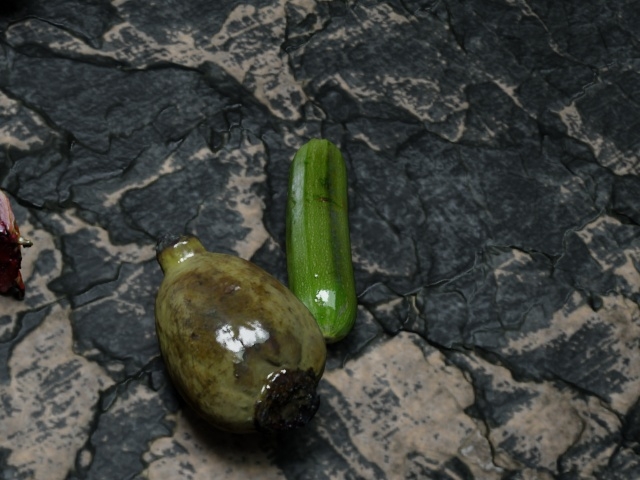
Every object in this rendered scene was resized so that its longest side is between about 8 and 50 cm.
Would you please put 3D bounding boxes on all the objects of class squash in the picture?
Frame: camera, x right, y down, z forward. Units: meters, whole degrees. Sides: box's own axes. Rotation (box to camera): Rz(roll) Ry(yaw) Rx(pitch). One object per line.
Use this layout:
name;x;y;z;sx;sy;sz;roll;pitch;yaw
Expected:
squash;0.000;0.000;1.808;0.066;0.066;0.229;8;51;-12

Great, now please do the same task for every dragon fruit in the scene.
dragon fruit;-0.322;-0.020;1.702;0.147;0.102;0.096;13;48;-2

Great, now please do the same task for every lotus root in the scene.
lotus root;-0.078;0.080;1.680;0.138;0.138;0.214;-16;59;-28
